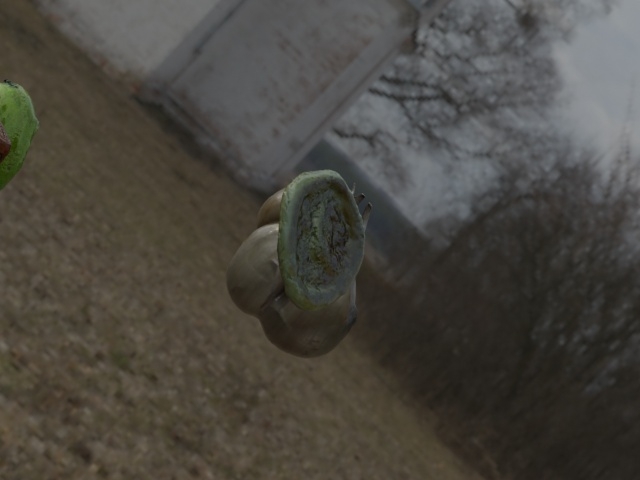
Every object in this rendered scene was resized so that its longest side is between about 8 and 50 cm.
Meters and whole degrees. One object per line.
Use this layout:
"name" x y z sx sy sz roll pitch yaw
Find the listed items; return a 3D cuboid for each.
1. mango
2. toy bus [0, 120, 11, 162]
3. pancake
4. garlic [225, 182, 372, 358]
"mango" -0.491 -0.157 1.887 0.100 0.178 0.119 12 -7 12
"toy bus" -0.490 -0.221 1.515 0.093 0.092 0.409 30 21 -51
"pancake" 0.000 -0.001 0.904 0.017 0.108 0.108 1 -25 36
"garlic" -0.022 0.037 1.797 0.210 0.237 0.292 38 -29 -5
